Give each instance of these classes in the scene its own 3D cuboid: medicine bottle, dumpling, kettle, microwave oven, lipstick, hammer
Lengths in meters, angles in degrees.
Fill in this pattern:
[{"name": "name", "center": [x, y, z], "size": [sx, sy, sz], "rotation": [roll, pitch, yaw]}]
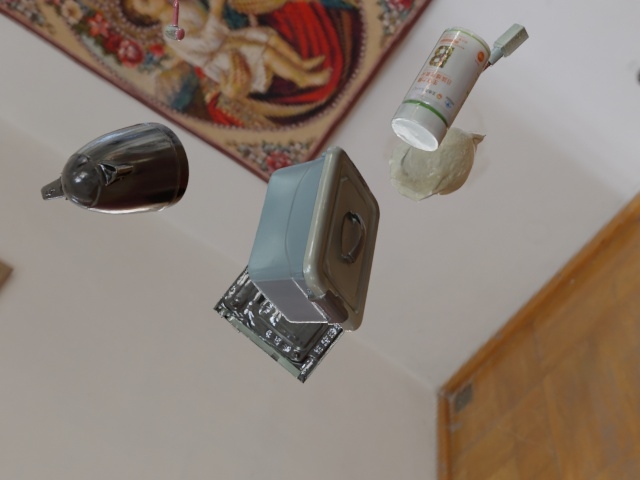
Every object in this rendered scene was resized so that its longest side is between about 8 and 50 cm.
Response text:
[{"name": "medicine bottle", "center": [0.188, -0.237, 1.357], "size": [0.183, 0.086, 0.086], "rotation": [-59, 13, -16]}, {"name": "dumpling", "center": [0.210, -0.152, 1.660], "size": [0.166, 0.126, 0.216], "rotation": [9, 68, 35]}, {"name": "kettle", "center": [-0.472, -0.156, 1.950], "size": [0.271, 0.250, 0.207], "rotation": [-21, -49, -53]}, {"name": "microwave oven", "center": [-0.086, 0.181, 2.200], "size": [0.237, 0.295, 0.181], "rotation": [-52, -6, 5]}, {"name": "lipstick", "center": [0.337, -0.357, 1.654], "size": [0.129, 0.030, 0.030], "rotation": [-43, 39, -6]}, {"name": "hammer", "center": [-0.307, -0.469, 1.855], "size": [0.052, 0.031, 0.083], "rotation": [23, 113, 40]}]

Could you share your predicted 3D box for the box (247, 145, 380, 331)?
[{"name": "box", "center": [0.000, 0.000, 1.185], "size": [0.130, 0.162, 0.227], "rotation": [-6, 54, 27]}]
